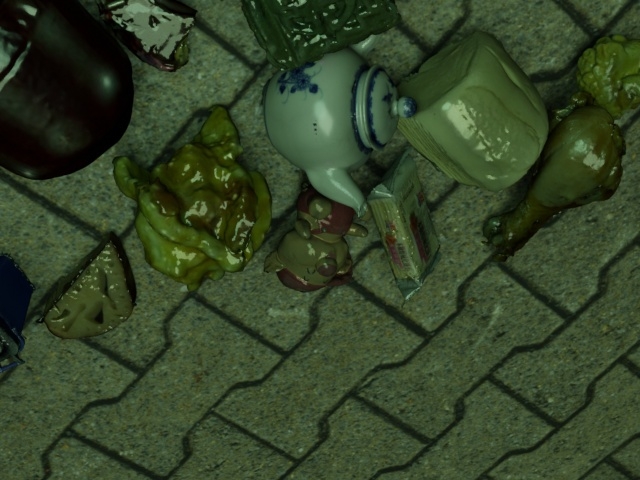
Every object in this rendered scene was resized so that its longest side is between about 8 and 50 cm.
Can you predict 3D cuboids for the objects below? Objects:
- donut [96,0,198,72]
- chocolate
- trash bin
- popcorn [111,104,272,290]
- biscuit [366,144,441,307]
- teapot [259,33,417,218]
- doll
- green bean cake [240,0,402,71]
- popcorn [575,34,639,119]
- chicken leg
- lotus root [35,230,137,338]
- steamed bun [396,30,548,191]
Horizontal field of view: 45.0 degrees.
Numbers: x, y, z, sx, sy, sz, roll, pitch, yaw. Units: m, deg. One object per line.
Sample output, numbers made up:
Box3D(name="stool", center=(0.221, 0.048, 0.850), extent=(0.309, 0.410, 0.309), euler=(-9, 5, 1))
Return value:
Box3D(name="donut", center=(-0.267, -0.492, 1.371), extent=(0.259, 0.136, 0.345), euler=(34, 107, -22))
Box3D(name="chocolate", center=(-0.501, -0.288, 1.357), extent=(0.384, 0.383, 0.331), euler=(-44, 131, 15))
Box3D(name="trash bin", center=(-0.689, 0.153, 1.600), extent=(0.163, 0.234, 0.184), euler=(-24, 118, 7))
Box3D(name="popcorn", center=(-0.259, -0.072, 1.534), extent=(0.326, 0.321, 0.290), euler=(13, 134, 5))
Box3D(name="biscuit", center=(0.186, -0.031, 1.662), extent=(0.079, 0.186, 0.309), euler=(1, 125, 35))
Box3D(name="teapot", center=(0.046, -0.248, 1.459), extent=(0.280, 0.252, 0.423), euler=(1, 82, 23))
Box3D(name="doll", center=(0.000, 0.002, 1.658), extent=(0.196, 0.152, 0.255), euler=(19, 117, -8))
Box3D(name="green bean cake", center=(-0.019, -0.431, 1.299), extent=(0.255, 0.132, 0.241), euler=(-18, 133, 13))
Box3D(name="popcorn", center=(0.611, -0.342, 1.573), extent=(0.174, 0.142, 0.173), euler=(2, 101, 12))
Box3D(name="chicken leg", center=(0.484, -0.106, 1.638), extent=(0.201, 0.152, 0.429), euler=(29, 134, -5))
Box3D(name="lotus root", center=(-0.493, 0.118, 1.699), extent=(0.261, 0.074, 0.170), euler=(-39, 116, 11))
Box3D(name="steamed bun", center=(0.316, -0.265, 1.526), extent=(0.290, 0.273, 0.272), euler=(34, 93, -26))
